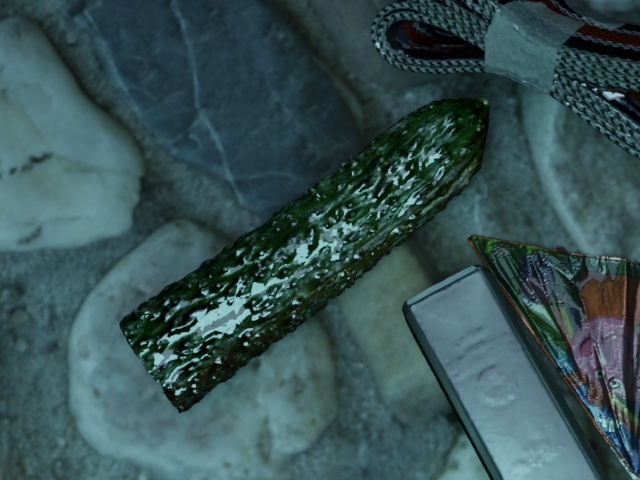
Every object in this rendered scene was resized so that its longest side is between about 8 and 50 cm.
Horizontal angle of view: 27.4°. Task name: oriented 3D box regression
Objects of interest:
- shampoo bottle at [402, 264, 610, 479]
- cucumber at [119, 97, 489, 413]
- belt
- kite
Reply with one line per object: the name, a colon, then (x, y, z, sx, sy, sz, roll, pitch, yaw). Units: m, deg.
shampoo bottle: (0.154, 0.144, 1.028, 0.080, 0.079, 0.246, -29, 73, 2)
cucumber: (0.000, 0.000, 1.088, 0.359, 0.096, 0.096, -37, 73, -5)
belt: (0.194, -0.152, 1.038, 0.359, 0.126, 0.094, 31, 41, 30)
kite: (0.266, 0.081, 1.064, 0.321, 0.016, 0.234, 9, 79, 12)
